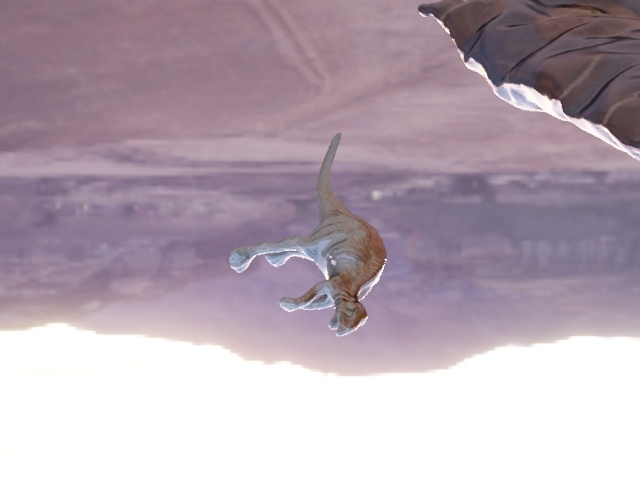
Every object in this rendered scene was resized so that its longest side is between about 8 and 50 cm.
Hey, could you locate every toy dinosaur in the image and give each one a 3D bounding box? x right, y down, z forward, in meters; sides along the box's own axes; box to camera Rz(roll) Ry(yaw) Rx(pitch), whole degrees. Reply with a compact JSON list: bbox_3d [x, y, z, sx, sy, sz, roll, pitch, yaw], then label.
[{"bbox_3d":[0.000,0.000,1.652,0.205,0.092,0.393,-7,-145,22],"label":"toy dinosaur"}]

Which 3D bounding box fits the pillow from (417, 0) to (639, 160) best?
[{"bbox_3d":[0.159,-0.043,0.314,0.188,0.034,0.255,-16,-149,-16],"label":"pillow"}]
